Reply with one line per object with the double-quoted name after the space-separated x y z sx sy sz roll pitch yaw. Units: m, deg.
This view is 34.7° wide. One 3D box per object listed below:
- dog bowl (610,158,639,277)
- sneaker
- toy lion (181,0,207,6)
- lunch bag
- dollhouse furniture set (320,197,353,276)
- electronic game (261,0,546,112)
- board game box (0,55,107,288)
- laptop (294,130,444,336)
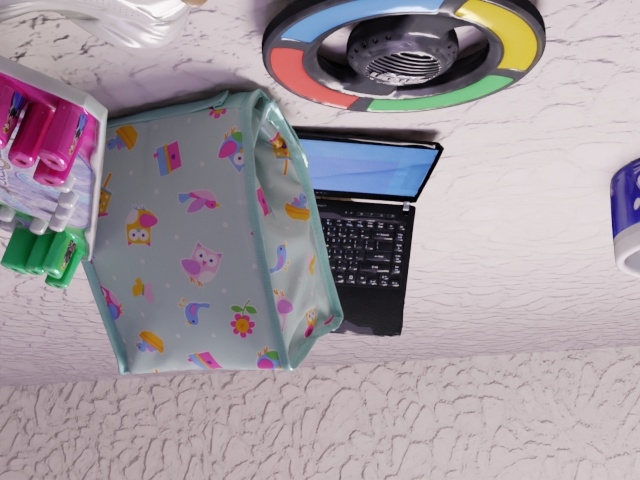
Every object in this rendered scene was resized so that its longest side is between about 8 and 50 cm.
0.477 -0.030 1.203 0.265 0.104 0.265 -1 164 0 "dog bowl"
-0.173 -0.191 0.642 0.232 0.090 0.115 -2 161 -34 "sneaker"
-0.062 -0.197 0.631 0.034 0.096 0.100 33 150 41 "toy lion"
-0.119 -0.011 1.022 0.223 0.262 0.160 -6 -165 27 "lunch bag"
-0.060 -0.014 1.323 0.161 0.101 0.182 29 158 -11 "dollhouse furniture set"
0.066 -0.154 0.832 0.229 0.048 0.229 -1 165 0 "electronic game"
-0.363 -0.089 0.790 0.390 0.050 0.390 23 160 -7 "board game box"
0.000 0.000 1.153 0.234 0.264 0.136 4 -165 -5 "laptop"
